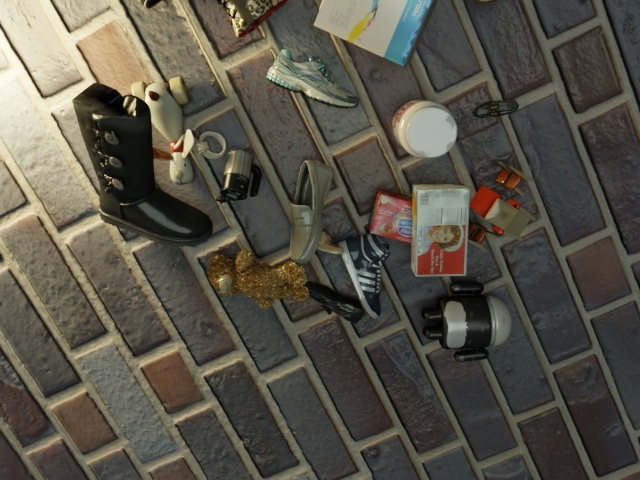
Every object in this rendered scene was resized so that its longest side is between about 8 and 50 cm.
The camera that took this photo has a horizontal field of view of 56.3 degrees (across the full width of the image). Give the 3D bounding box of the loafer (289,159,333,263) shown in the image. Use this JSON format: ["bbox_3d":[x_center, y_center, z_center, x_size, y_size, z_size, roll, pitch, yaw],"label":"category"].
[{"bbox_3d":[-0.049,-0.089,1.827,0.112,0.112,0.319,12,88,-45],"label":"loafer"}]

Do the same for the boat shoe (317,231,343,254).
[{"bbox_3d":[0.000,0.000,1.884,0.170,0.063,0.059,19,93,26],"label":"boat shoe"}]

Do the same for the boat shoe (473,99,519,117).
[{"bbox_3d":[0.530,-0.399,1.808,0.133,0.042,0.048,-10,107,5],"label":"boat shoe"}]

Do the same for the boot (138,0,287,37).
[{"bbox_3d":[-0.302,-0.703,1.691,0.378,0.138,0.284,-35,102,4],"label":"boot"}]

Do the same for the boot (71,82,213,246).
[{"bbox_3d":[-0.489,-0.203,1.711,0.368,0.146,0.444,12,133,2],"label":"boot"}]

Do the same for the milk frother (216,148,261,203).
[{"bbox_3d":[-0.269,-0.190,1.849,0.143,0.129,0.134,-4,68,30],"label":"milk frother"}]

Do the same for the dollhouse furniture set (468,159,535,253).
[{"bbox_3d":[0.511,-0.100,1.776,0.135,0.259,0.261,27,102,-16],"label":"dollhouse furniture set"}]

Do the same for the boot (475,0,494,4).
[{"bbox_3d":[0.491,-0.725,1.655,0.213,0.165,0.077,-39,107,4],"label":"boot"}]

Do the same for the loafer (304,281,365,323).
[{"bbox_3d":[0.035,0.207,1.957,0.223,0.076,0.078,25,113,-2],"label":"loafer"}]

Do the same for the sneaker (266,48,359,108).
[{"bbox_3d":[-0.010,-0.476,1.759,0.283,0.110,0.122,21,101,-5],"label":"sneaker"}]

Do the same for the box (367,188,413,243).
[{"bbox_3d":[0.287,-0.063,1.857,0.257,0.122,0.128,14,104,-4],"label":"box"}]

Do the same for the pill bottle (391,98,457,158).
[{"bbox_3d":[0.295,-0.319,1.705,0.161,0.283,0.160,0,105,0],"label":"pill bottle"}]

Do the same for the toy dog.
[{"bbox_3d":[-0.449,-0.332,1.773,0.220,0.161,0.333,-31,102,9],"label":"toy dog"}]

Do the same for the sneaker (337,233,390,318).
[{"bbox_3d":[0.175,0.108,1.918,0.153,0.099,0.282,-22,101,8],"label":"sneaker"}]

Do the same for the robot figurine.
[{"bbox_3d":[0.469,0.261,1.922,0.279,0.173,0.209,-4,128,2],"label":"robot figurine"}]

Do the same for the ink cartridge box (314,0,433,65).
[{"bbox_3d":[0.156,-0.628,1.635,0.270,0.198,0.197,25,114,4],"label":"ink cartridge box"}]

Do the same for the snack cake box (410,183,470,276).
[{"bbox_3d":[0.350,-0.030,1.756,0.152,0.089,0.264,-1,105,-2],"label":"snack cake box"}]

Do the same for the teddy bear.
[{"bbox_3d":[-0.198,0.130,1.883,0.338,0.113,0.245,15,147,-4],"label":"teddy bear"}]
